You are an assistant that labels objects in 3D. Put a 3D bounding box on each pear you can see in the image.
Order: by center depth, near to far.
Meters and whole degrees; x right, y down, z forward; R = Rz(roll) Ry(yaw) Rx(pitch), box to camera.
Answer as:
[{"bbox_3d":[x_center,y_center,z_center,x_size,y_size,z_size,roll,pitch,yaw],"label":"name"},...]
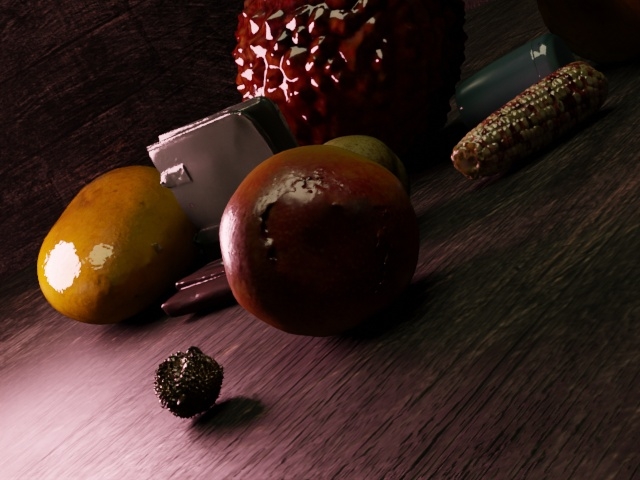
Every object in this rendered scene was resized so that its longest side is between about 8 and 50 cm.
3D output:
[{"bbox_3d":[0.048,-0.064,1.504,0.136,0.167,0.167,2,28,35],"label":"pear"}]

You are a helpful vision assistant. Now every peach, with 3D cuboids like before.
[{"bbox_3d":[0.000,0.000,1.229,0.231,0.231,0.231,-27,12,6],"label":"peach"}]

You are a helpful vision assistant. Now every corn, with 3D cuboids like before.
[{"bbox_3d":[0.295,-0.167,1.544,0.253,0.086,0.086,-32,13,-17],"label":"corn"}]

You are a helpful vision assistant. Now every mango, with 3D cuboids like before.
[{"bbox_3d":[-0.341,0.016,1.912,0.301,0.220,0.445,-22,22,3],"label":"mango"}]

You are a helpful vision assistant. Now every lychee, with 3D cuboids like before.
[{"bbox_3d":[0.048,-0.308,1.913,0.424,0.424,0.500,-33,-4,-24],"label":"lychee"}]

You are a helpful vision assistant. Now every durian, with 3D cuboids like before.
[{"bbox_3d":[-0.146,0.158,1.202,0.080,0.080,0.091,-24,16,18],"label":"durian"}]

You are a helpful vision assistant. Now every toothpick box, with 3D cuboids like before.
[{"bbox_3d":[0.307,-0.234,1.718,0.184,0.120,0.120,-24,12,29],"label":"toothpick box"}]

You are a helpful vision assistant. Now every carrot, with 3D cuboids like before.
[{"bbox_3d":[0.488,-0.420,1.803,0.241,0.241,0.340,-17,13,40],"label":"carrot"}]

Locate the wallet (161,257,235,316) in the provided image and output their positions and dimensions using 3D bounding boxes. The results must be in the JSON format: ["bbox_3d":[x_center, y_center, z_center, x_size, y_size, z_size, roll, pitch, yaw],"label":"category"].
[{"bbox_3d":[-0.109,0.043,1.658,0.229,0.049,0.182,-19,12,28],"label":"wallet"}]

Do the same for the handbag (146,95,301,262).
[{"bbox_3d":[-0.135,-0.090,1.783,0.260,0.247,0.079,-17,22,37],"label":"handbag"}]
